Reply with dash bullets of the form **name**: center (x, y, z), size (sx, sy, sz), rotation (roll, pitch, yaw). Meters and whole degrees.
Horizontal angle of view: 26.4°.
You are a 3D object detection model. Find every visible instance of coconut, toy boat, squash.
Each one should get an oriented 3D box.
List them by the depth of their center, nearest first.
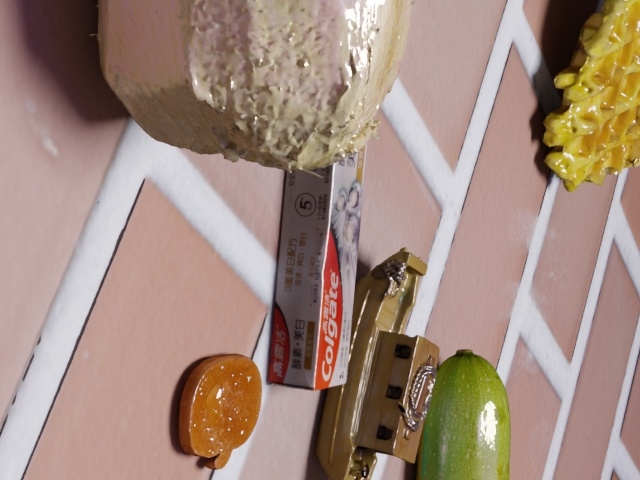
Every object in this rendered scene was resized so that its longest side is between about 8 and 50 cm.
- **coconut**: center (-0.037, -0.145, 0.774), size (0.194, 0.194, 0.194), rotation (-18, 111, -59)
- **toy boat**: center (0.051, 0.105, 1.077), size (0.057, 0.077, 0.201), rotation (33, 67, -58)
- **squash**: center (0.128, 0.193, 1.231), size (0.095, 0.095, 0.188), rotation (-10, 100, -61)

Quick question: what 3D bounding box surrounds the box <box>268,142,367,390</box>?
- **box**: center (0.000, 0.000, 1.004), size (0.055, 0.039, 0.218), rotation (5, 91, -63)

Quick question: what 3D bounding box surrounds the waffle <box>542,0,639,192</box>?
- **waffle**: center (0.346, -0.183, 1.509), size (0.307, 0.060, 0.312), rotation (-62, 149, -2)

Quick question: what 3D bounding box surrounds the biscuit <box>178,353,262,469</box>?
- **biscuit**: center (-0.069, 0.116, 0.925), size (0.091, 0.015, 0.078), rotation (2, 95, -61)
